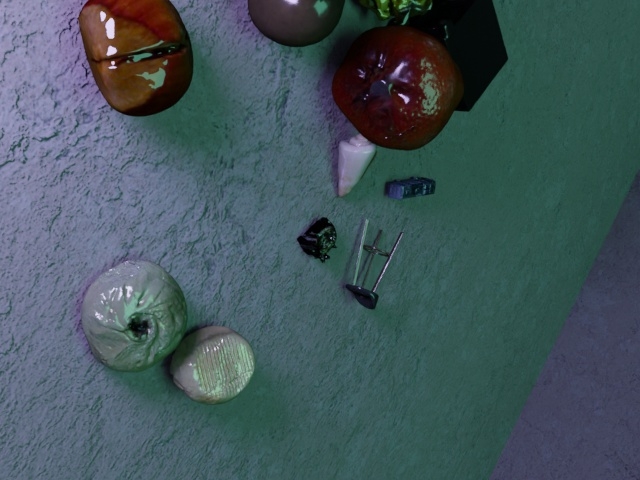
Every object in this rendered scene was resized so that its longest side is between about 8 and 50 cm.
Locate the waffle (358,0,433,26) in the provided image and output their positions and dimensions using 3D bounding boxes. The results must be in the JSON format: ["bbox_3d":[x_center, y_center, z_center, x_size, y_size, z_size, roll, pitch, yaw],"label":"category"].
[{"bbox_3d":[0.201,-0.708,1.657,0.382,0.095,0.379,-40,131,-12],"label":"waffle"}]

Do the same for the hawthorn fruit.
[{"bbox_3d":[0.180,-0.356,1.670,0.311,0.295,0.295,-62,149,-56],"label":"hawthorn fruit"}]

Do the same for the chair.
[{"bbox_3d":[0.128,0.063,1.918,0.095,0.104,0.221,19,84,-25],"label":"chair"}]

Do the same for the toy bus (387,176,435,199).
[{"bbox_3d":[0.249,-0.142,1.995,0.166,0.065,0.047,-12,112,-45],"label":"toy bus"}]

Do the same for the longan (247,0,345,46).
[{"bbox_3d":[-0.045,-0.474,1.423,0.198,0.198,0.212,56,37,-44],"label":"longan"}]

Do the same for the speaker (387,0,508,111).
[{"bbox_3d":[0.323,-0.496,1.859,0.232,0.184,0.254,-52,133,-24],"label":"speaker"}]

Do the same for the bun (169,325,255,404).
[{"bbox_3d":[-0.233,0.265,1.558,0.188,0.111,0.164,-23,103,-40],"label":"bun"}]

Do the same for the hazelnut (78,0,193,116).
[{"bbox_3d":[-0.292,-0.316,1.210,0.181,0.181,0.212,-20,110,-22],"label":"hazelnut"}]

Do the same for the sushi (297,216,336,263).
[{"bbox_3d":[0.000,0.000,1.768,0.083,0.056,0.084,-56,138,-30],"label":"sushi"}]

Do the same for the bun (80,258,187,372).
[{"bbox_3d":[-0.339,0.149,1.379,0.221,0.108,0.221,-21,119,-44],"label":"bun"}]

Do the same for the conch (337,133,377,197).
[{"bbox_3d":[0.089,-0.186,1.773,0.104,0.094,0.176,-76,168,-63],"label":"conch"}]
